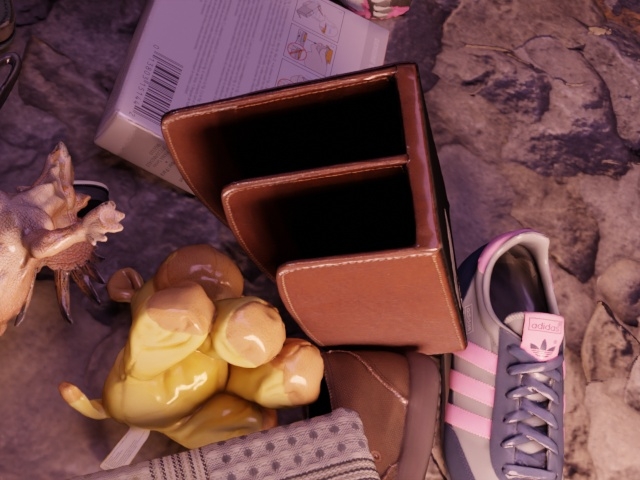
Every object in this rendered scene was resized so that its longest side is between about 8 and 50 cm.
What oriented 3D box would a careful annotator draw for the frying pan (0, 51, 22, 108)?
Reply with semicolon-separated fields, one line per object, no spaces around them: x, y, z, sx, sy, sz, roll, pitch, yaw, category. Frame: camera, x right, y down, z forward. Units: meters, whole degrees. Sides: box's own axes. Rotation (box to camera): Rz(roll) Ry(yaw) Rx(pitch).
-0.327;-0.021;0.989;0.197;0.053;0.326;43;67;11;frying pan

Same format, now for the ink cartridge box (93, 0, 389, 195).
-0.071;-0.165;1.211;0.261;0.066;0.296;27;51;-19;ink cartridge box

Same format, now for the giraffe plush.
-0.108;0.080;0.980;0.181;0.210;0.170;42;28;-28;giraffe plush

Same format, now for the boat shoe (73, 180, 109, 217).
-0.255;-0.023;1.053;0.133;0.049;0.042;-11;58;-19;boat shoe

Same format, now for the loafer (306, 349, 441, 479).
0.010;0.238;0.943;0.130;0.133;0.366;17;43;-5;loafer

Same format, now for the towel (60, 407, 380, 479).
-0.087;0.281;0.794;0.324;0.056;0.312;-12;50;-9;towel

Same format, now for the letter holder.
0.000;0.000;0.973;0.215;0.302;0.152;-8;70;8;letter holder

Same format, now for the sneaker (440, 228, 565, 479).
0.178;0.133;1.065;0.112;0.131;0.319;7;56;-19;sneaker

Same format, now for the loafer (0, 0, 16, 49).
-0.390;-0.308;1.169;0.096;0.084;0.267;-23;68;-32;loafer

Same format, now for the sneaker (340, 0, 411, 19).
0.028;-0.316;1.353;0.178;0.072;0.077;8;44;-23;sneaker

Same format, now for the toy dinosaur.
-0.265;0.036;0.899;0.127;0.200;0.296;43;66;6;toy dinosaur
